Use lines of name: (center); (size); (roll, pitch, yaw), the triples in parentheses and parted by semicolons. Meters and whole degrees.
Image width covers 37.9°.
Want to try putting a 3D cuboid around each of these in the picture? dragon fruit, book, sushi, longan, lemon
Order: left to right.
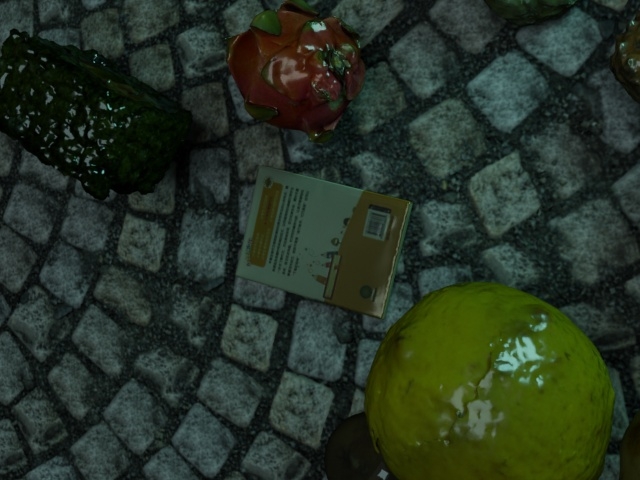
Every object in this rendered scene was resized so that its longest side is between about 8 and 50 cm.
sushi: (-0.401, -0.223, 1.653); (0.352, 0.294, 0.178); (34, 106, 23)
dragon fruit: (-0.031, -0.283, 1.534); (0.227, 0.224, 0.224); (20, 98, 29)
book: (0.000, 0.000, 1.619); (0.296, 0.020, 0.207); (16, 96, 24)
longan: (0.092, 0.360, 1.494); (0.187, 0.168, 0.167); (-148, 72, -67)
lemon: (0.250, 0.237, 1.332); (0.350, 0.387, 0.349); (-38, 30, 27)

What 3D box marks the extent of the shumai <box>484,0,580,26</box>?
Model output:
shumai: (0.313, -0.457, 1.379); (0.189, 0.218, 0.255); (13, 95, 33)

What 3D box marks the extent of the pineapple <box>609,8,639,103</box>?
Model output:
pineapple: (0.569, -0.329, 1.288); (0.361, 0.175, 0.175); (-43, 73, 15)

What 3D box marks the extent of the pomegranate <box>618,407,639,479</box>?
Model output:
pomegranate: (0.552, 0.340, 1.220); (0.333, 0.332, 0.332); (0, 90, 24)
